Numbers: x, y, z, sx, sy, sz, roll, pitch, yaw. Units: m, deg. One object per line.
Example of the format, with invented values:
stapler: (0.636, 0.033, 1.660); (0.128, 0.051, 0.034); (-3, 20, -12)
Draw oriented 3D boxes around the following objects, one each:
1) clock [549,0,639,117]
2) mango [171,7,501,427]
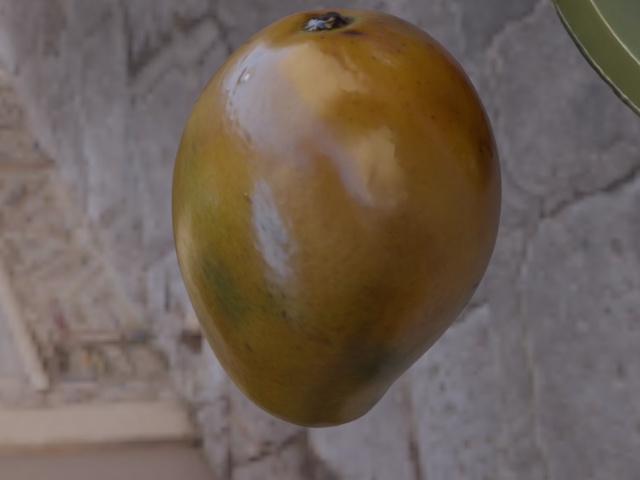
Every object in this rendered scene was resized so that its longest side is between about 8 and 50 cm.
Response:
clock: (0.165, -0.110, 0.525); (0.235, 0.029, 0.235); (16, 126, 22)
mango: (-0.002, -0.005, 0.583); (0.111, 0.089, 0.163); (59, 145, 14)
